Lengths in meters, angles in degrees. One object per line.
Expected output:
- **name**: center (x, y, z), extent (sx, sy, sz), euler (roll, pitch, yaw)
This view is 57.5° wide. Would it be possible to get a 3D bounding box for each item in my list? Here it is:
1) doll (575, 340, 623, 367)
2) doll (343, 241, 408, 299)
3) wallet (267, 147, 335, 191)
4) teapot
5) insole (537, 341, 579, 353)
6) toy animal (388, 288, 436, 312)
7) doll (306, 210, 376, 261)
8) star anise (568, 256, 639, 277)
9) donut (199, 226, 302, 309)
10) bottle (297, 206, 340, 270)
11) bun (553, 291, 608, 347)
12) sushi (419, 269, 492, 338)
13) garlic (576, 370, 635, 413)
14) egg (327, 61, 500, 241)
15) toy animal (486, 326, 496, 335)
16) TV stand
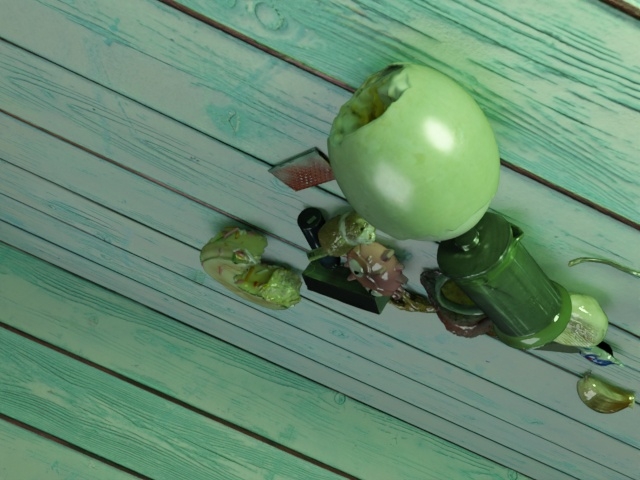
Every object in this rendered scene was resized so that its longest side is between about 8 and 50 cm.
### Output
- **doll**: center (0.769, 0.309, 1.644), extent (0.195, 0.070, 0.096), euler (27, -176, -2)
- **doll**: center (0.145, 0.067, 1.648), extent (0.211, 0.093, 0.261), euler (-11, 121, 48)
- **wallet**: center (-0.038, -0.169, 1.441), extent (0.103, 0.020, 0.197), euler (38, 150, -27)
- **teapot**: center (0.397, 0.096, 1.373), extent (0.271, 0.200, 0.337), euler (-23, 129, 34)
- **insole**: center (0.711, 0.324, 1.780), extent (0.192, 0.010, 0.063), euler (-5, 141, 46)
- **toy animal**: center (0.315, 0.195, 1.811), extent (0.276, 0.054, 0.149), euler (22, 151, 9)
- **doll**: center (0.057, -0.010, 1.544), extent (0.105, 0.114, 0.221), euler (-4, 156, -47)
- **star anise**: center (0.696, 0.109, 1.295), extent (0.219, 0.148, 0.227), euler (2, -157, -40)
- **donut**: center (-0.239, 0.090, 1.956), extent (0.308, 0.150, 0.371), euler (5, 149, 34)
- **bottle**: center (0.000, 0.000, 1.677), extent (0.082, 0.072, 0.244), euler (51, 173, 37)
- **bun**: center (0.634, 0.189, 1.479), extent (0.184, 0.102, 0.183), euler (24, 147, 17)
- **sushi**: center (0.371, 0.178, 1.606), extent (0.241, 0.161, 0.107), euler (9, 152, 26)
- **garlic**: center (0.893, 0.482, 1.872), extent (0.198, 0.090, 0.128), euler (35, 138, -8)
- **egg**: center (0.174, -0.133, 1.030), extent (0.278, 0.278, 0.336), euler (-9, 135, 48)
- **toy animal**: center (0.482, 0.231, 1.720), extent (0.188, 0.089, 0.179), euler (28, 170, -21)
- **TV stand**: center (0.078, 0.140, 1.819), extent (0.270, 0.082, 0.088), euler (16, 146, 32)
